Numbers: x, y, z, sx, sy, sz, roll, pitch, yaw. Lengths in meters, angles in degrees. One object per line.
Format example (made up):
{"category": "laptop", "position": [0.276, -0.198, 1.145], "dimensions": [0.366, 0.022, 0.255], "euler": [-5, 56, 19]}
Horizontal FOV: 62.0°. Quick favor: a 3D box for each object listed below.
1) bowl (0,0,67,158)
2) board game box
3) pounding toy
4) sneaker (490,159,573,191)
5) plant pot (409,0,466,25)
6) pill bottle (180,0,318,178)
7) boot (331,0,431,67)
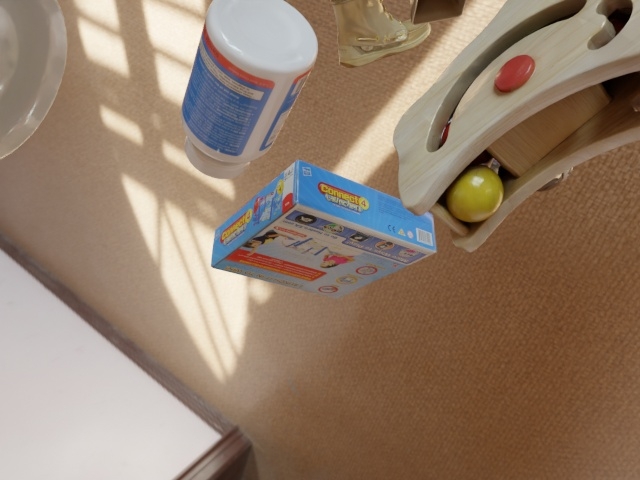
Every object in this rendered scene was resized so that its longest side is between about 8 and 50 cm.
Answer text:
{"category": "bowl", "position": [-0.525, -0.269, 0.786], "dimensions": [0.134, 0.297, 0.297], "euler": [25, 125, -1]}
{"category": "board game box", "position": [0.000, 0.000, 1.004], "dimensions": [0.302, 0.308, 0.086], "euler": [-31, 50, 47]}
{"category": "pounding toy", "position": [0.196, -0.093, 0.388], "dimensions": [0.155, 0.154, 0.269], "euler": [32, 111, -31]}
{"category": "sneaker", "position": [0.217, -0.099, 0.646], "dimensions": [0.124, 0.283, 0.107], "euler": [-46, 62, 12]}
{"category": "plant pot", "position": [0.233, -0.522, 1.085], "dimensions": [0.109, 0.109, 0.096], "euler": [86, 172, -71]}
{"category": "pill bottle", "position": [-0.099, -0.171, 0.640], "dimensions": [0.124, 0.124, 0.221], "euler": [50, 142, 8]}
{"category": "boot", "position": [0.144, -0.550, 1.271], "dimensions": [0.095, 0.262, 0.203], "euler": [45, 156, 52]}
